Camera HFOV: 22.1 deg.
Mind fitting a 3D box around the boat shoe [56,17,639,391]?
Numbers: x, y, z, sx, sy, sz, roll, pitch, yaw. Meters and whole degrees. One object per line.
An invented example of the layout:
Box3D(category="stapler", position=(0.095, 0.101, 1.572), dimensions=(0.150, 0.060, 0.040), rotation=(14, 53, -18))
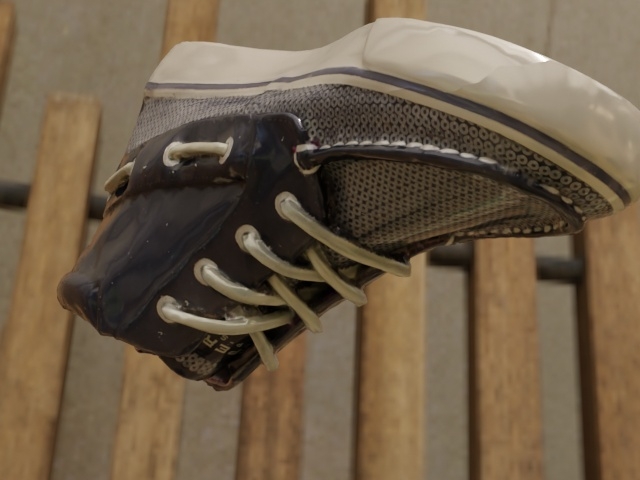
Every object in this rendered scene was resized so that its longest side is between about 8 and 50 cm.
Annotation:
Box3D(category="boat shoe", position=(0.000, 0.000, 0.729), dimensions=(0.127, 0.158, 0.340), rotation=(31, -12, -27))
